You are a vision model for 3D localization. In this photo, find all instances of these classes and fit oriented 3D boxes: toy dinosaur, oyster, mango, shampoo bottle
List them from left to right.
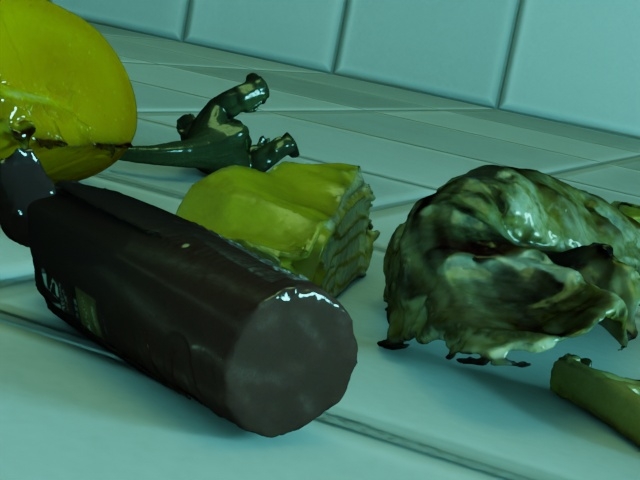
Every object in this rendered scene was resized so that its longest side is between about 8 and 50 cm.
[{"bbox_3d":[-0.205,-0.092,0.888,0.153,0.126,0.252,-8,-2,9],"label":"mango"},{"bbox_3d":[-0.080,0.014,0.586,0.067,0.068,0.236,0,14,-38],"label":"shampoo bottle"},{"bbox_3d":[-0.117,-0.070,1.170,0.179,0.087,0.187,-29,2,-11],"label":"toy dinosaur"},{"bbox_3d":[0.117,0.013,0.714,0.166,0.094,0.294,8,7,2],"label":"oyster"}]

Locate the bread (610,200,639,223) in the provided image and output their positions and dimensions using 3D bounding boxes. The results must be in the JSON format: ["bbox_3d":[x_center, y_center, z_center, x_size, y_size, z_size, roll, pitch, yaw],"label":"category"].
[{"bbox_3d":[0.345,0.016,1.088,0.226,0.049,0.088,12,10,2],"label":"bread"}]

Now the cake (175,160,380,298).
[{"bbox_3d":[0.001,-0.004,0.762,0.116,0.080,0.185,17,7,44],"label":"cake"}]

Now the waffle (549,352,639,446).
[{"bbox_3d":[0.196,0.081,0.640,0.152,0.023,0.097,5,12,-22],"label":"waffle"}]
